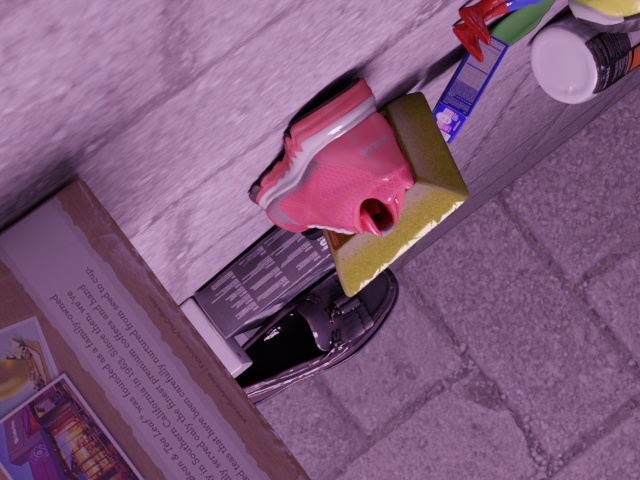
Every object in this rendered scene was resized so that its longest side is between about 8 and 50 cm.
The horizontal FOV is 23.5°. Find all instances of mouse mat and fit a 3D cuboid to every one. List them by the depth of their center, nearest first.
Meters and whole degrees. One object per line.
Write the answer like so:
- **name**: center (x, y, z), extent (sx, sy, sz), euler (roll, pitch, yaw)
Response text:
- **mouse mat**: center (0.234, -0.259, 1.883), extent (0.153, 0.007, 0.189), euler (-37, 172, -16)

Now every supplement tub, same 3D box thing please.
- **supplement tub**: center (0.385, -0.272, 2.113), extent (0.190, 0.117, 0.117), euler (-33, 171, -38)

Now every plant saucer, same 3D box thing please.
- **plant saucer**: center (0.060, -0.063, 1.743), extent (0.188, 0.188, 0.045), euler (-41, 132, 22)

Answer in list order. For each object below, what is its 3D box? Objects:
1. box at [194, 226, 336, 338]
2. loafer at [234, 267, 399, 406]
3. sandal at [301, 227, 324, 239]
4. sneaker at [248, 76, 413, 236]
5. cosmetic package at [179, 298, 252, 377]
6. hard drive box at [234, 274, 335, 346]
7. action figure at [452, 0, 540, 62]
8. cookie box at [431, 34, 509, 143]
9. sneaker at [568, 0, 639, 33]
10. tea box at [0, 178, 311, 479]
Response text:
- **box**: center (0.000, 0.000, 2.059), extent (0.307, 0.076, 0.242), euler (-39, 174, 12)
- **loafer**: center (-0.023, 0.135, 2.098), extent (0.303, 0.109, 0.095), euler (-35, 170, 3)
- **sandal**: center (0.049, -0.057, 1.822), extent (0.179, 0.067, 0.040), euler (-35, 136, 28)
- **sneaker**: center (0.016, -0.047, 1.599), extent (0.116, 0.136, 0.314), euler (-35, 173, -17)
- **cosmetic package**: center (-0.215, 0.189, 2.029), extent (0.231, 0.117, 0.085), euler (-38, 174, 6)
- **hard drive box**: center (-0.086, 0.147, 2.423), extent (0.232, 0.089, 0.181), euler (-35, 166, -45)
- **action figure**: center (0.290, -0.266, 1.620), extent (0.280, 0.139, 0.091), euler (-40, 175, -8)
- **cookie box**: center (0.168, -0.178, 1.787), extent (0.107, 0.040, 0.092), euler (-59, 179, -18)
- **sneaker**: center (0.462, -0.379, 1.841), extent (0.385, 0.147, 0.145), euler (-25, -146, 25)
- **tea box**: center (-0.175, 0.174, 1.240), extent (0.220, 0.329, 0.323), euler (-37, 173, -11)
